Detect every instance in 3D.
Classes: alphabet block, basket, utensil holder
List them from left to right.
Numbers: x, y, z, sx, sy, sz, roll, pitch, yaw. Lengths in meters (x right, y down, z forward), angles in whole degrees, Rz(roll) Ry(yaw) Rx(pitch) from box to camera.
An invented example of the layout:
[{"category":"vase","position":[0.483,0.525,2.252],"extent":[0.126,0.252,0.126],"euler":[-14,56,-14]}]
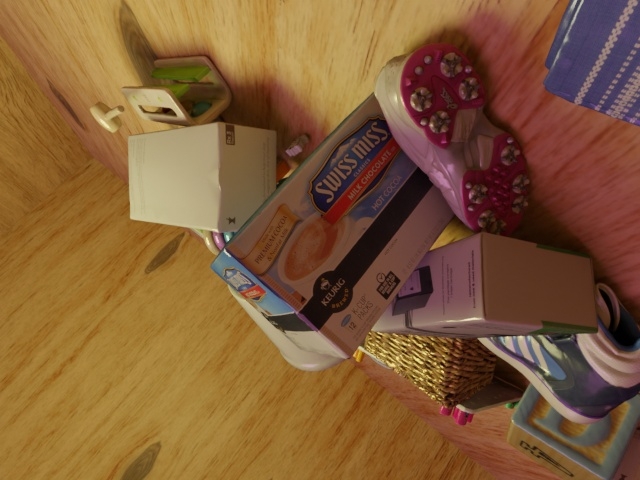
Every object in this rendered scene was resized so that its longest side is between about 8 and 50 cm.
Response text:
[{"category":"utensil holder","position":[-0.067,0.180,1.421],"extent":[0.328,0.327,0.385],"euler":[22,152,43]},{"category":"basket","position":[0.270,0.201,1.060],"extent":[0.299,0.214,0.222],"euler":[26,124,50]},{"category":"alphabet block","position":[0.533,0.389,0.950],"extent":[0.194,0.192,0.197],"euler":[30,160,33]}]

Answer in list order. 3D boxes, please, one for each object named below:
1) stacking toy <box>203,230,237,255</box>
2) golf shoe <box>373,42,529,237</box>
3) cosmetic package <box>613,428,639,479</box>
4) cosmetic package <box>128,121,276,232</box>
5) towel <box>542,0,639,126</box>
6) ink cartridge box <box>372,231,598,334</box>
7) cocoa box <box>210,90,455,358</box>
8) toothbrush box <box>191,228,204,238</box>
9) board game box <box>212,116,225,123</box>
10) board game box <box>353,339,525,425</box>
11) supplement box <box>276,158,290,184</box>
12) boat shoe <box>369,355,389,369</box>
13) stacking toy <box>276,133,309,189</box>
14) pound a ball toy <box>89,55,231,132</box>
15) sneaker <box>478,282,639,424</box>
[{"category":"stacking toy","position":[-0.177,-0.033,1.299],"extent":[0.331,0.141,0.141],"euler":[-6,138,29]},{"category":"golf shoe","position":[0.180,-0.125,0.605],"extent":[0.306,0.115,0.140],"euler":[52,174,-29]},{"category":"cosmetic package","position":[0.757,0.594,1.046],"extent":[0.365,0.155,0.197],"euler":[45,160,-13]},{"category":"cosmetic package","position":[-0.279,-0.140,1.005],"extent":[0.385,0.216,0.156],"euler":[9,-170,40]},{"category":"towel","position":[0.353,-0.150,0.307],"extent":[0.336,0.040,0.243],"euler":[30,158,21]},{"category":"ink cartridge box","position":[0.242,0.091,0.720],"extent":[0.211,0.121,0.289],"euler":[9,163,-21]},{"category":"cocoa box","position":[0.024,-0.019,0.730],"extent":[0.228,0.347,0.231],"euler":[43,160,-8]},{"category":"toothbrush box","position":[-0.356,-0.159,1.361],"extent":[0.122,0.206,0.283],"euler":[34,161,20]},{"category":"board game box","position":[-0.288,-0.315,1.161],"extent":[0.090,0.020,0.090],"euler":[50,159,-28]},{"category":"board game box","position":[0.315,0.366,1.227],"extent":[0.390,0.050,0.390],"euler":[22,-175,43]},{"category":"supplement box","position":[-0.132,-0.177,1.116],"extent":[0.099,0.062,0.036],"euler":[20,153,44]},{"category":"boat shoe","position":[0.300,0.398,1.542],"extent":[0.336,0.121,0.119],"euler":[12,152,36]},{"category":"stacking toy","position":[-0.060,-0.130,1.004],"extent":[0.221,0.052,0.167],"euler":[-15,125,43]},{"category":"pound a ball toy","position":[-0.374,-0.311,1.042],"extent":[0.319,0.208,0.135],"euler":[20,153,45]},{"category":"sneaker","position":[0.400,0.128,0.765],"extent":[0.322,0.130,0.236],"euler":[52,146,41]}]
